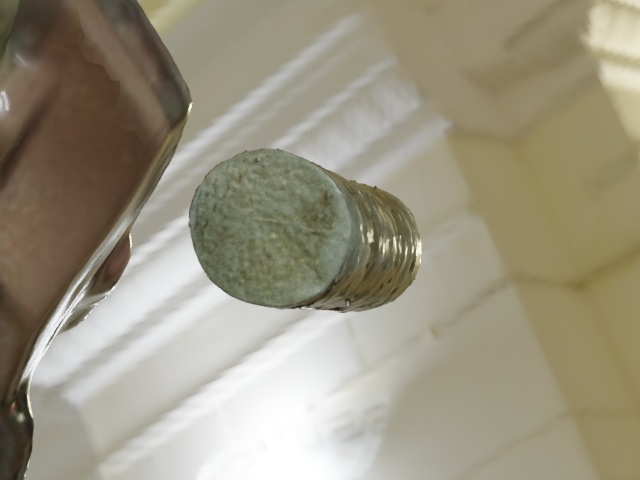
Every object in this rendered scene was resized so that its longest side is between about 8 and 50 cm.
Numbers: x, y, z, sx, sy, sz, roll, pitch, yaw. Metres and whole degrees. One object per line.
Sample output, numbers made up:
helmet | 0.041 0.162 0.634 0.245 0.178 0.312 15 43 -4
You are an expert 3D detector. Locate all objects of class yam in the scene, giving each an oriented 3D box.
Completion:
yam | 0.000 0.000 1.205 0.093 0.093 0.259 -27 -8 10

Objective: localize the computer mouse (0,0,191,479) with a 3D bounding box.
computer mouse | -0.133 -0.019 0.497 0.199 0.115 0.389 28 -41 -10
